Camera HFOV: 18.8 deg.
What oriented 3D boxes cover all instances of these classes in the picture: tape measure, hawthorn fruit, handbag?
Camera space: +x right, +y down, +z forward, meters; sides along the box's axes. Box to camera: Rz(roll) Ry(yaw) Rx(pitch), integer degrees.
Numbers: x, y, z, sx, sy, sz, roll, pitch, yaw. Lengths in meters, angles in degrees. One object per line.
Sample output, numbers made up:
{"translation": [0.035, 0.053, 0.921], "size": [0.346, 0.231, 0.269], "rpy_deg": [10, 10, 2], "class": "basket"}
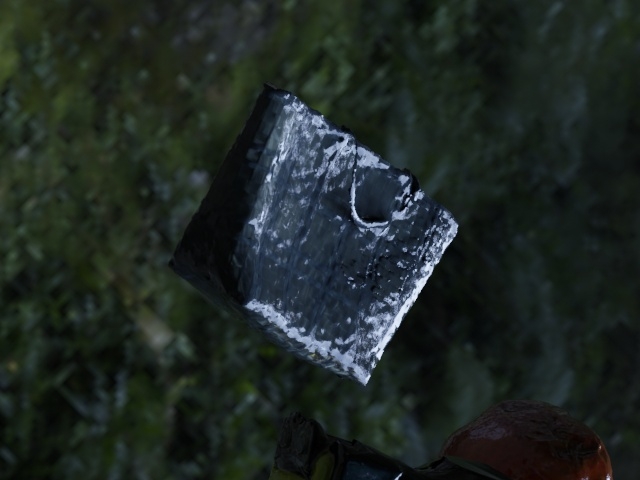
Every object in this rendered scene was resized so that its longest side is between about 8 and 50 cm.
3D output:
{"translation": [0.033, 0.224, 1.293], "size": [0.112, 0.199, 0.186], "rpy_deg": [4, -103, 65], "class": "tape measure"}
{"translation": [0.203, 0.239, 1.875], "size": [0.179, 0.173, 0.173], "rpy_deg": [7, -140, 37], "class": "hawthorn fruit"}
{"translation": [0.000, 0.000, 1.501], "size": [0.088, 0.270, 0.175], "rpy_deg": [27, -96, 41], "class": "handbag"}
